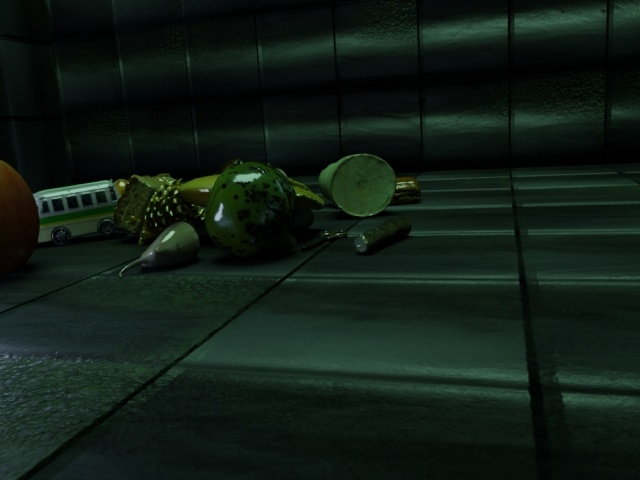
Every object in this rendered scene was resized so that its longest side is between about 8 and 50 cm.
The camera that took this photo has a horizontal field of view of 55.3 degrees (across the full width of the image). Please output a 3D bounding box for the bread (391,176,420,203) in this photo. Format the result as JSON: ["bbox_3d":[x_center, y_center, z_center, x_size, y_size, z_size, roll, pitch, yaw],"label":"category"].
[{"bbox_3d":[0.297,-0.205,2.453,0.211,0.099,0.235,-3,11,2],"label":"bread"}]

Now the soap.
[{"bbox_3d":[-0.215,-0.147,1.853,0.428,0.115,0.306,1,5,10],"label":"soap"}]

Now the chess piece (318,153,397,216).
[{"bbox_3d":[0.112,-0.214,2.296,0.234,0.233,0.442,-6,8,-9],"label":"chess piece"}]

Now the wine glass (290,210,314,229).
[{"bbox_3d":[-0.095,-0.059,1.910,0.073,0.073,0.155,5,15,38],"label":"wine glass"}]

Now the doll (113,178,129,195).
[{"bbox_3d":[-0.738,-0.177,2.518,0.270,0.162,0.167,-17,-13,-30],"label":"doll"}]

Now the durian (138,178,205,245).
[{"bbox_3d":[-0.467,-0.101,1.960,0.186,0.195,0.305,9,13,24],"label":"durian"}]

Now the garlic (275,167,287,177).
[{"bbox_3d":[-0.194,-0.132,2.133,0.226,0.199,0.199,-28,3,19],"label":"garlic"}]

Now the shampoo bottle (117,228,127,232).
[{"bbox_3d":[-0.639,-0.047,2.132,0.049,0.034,0.141,10,19,34],"label":"shampoo bottle"}]

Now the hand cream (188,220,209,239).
[{"bbox_3d":[-0.349,-0.040,1.933,0.088,0.055,0.256,26,24,27],"label":"hand cream"}]

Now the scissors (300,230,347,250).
[{"bbox_3d":[0.000,0.000,1.716,0.088,0.017,0.220,2,13,26],"label":"scissors"}]

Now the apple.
[{"bbox_3d":[-0.905,-0.065,1.546,0.364,0.363,0.364,-4,11,1],"label":"apple"}]

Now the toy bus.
[{"bbox_3d":[-0.810,-0.092,2.013,0.306,0.178,0.143,-13,14,-20],"label":"toy bus"}]

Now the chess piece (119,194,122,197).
[{"bbox_3d":[-0.730,-0.113,2.275,0.252,0.144,0.144,-4,9,35],"label":"chess piece"}]

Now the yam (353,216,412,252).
[{"bbox_3d":[0.168,-0.015,1.637,0.061,0.061,0.274,3,14,32],"label":"yam"}]

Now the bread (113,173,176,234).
[{"bbox_3d":[-0.561,-0.123,2.012,0.114,0.184,0.275,27,11,6],"label":"bread"}]

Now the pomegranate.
[{"bbox_3d":[-0.171,-0.069,1.582,0.254,0.270,0.254,-38,12,10],"label":"pomegranate"}]

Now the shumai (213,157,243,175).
[{"bbox_3d":[-0.277,-0.215,2.405,0.225,0.221,0.261,2,8,39],"label":"shumai"}]

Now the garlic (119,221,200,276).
[{"bbox_3d":[-0.393,0.023,1.550,0.129,0.148,0.266,35,14,7],"label":"garlic"}]
